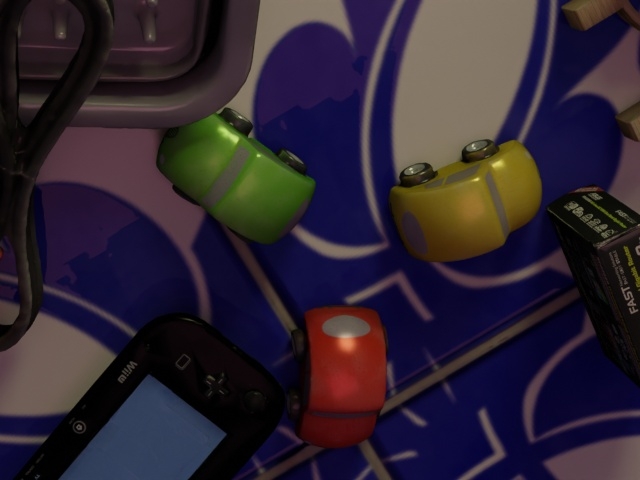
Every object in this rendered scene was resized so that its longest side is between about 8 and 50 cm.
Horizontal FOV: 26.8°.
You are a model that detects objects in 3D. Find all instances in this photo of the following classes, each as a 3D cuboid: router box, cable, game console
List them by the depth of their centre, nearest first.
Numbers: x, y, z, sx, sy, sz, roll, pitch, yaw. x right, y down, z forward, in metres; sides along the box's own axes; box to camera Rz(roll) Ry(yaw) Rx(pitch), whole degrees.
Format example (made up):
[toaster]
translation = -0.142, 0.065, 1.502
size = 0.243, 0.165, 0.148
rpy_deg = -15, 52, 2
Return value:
[cable]
translation = -0.182, -0.019, 0.735
size = 0.139, 0.072, 0.287
rpy_deg = 33, 121, -22
[router box]
translation = 0.193, 0.033, 0.844
size = 0.038, 0.092, 0.122
rpy_deg = -26, 110, -1
[game console]
translation = -0.179, 0.190, 0.846
size = 0.213, 0.044, 0.361
rpy_deg = 38, 99, -19

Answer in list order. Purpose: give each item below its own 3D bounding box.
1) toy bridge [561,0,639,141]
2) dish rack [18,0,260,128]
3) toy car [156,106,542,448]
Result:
[toy bridge]
translation = 0.218, -0.086, 0.847
size = 0.063, 0.026, 0.188
rpy_deg = -31, 110, -2
[dish rack]
translation = -0.164, -0.205, 0.663
size = 0.285, 0.072, 0.333
rpy_deg = 0, 133, -11
[toy car]
translation = 0.000, 0.000, 0.819
size = 0.225, 0.053, 0.239
rpy_deg = 34, 98, -18
